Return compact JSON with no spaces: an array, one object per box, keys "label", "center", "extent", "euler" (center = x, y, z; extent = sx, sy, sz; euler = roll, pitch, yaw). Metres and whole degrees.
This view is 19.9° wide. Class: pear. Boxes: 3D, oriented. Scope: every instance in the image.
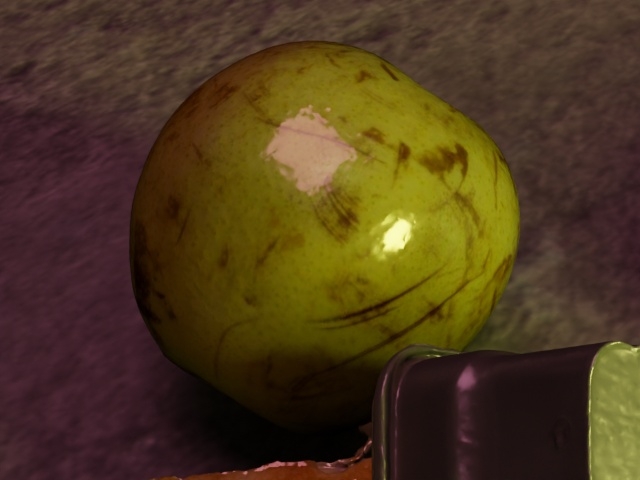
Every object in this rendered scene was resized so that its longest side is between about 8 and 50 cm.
[{"label":"pear","center":[0.000,0.000,1.281],"extent":[0.284,0.283,0.283],"euler":[-4,37,3]}]

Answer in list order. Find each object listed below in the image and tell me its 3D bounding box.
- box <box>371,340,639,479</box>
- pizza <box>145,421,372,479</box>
[{"label":"box","center":[0.182,0.124,1.065],"extent":[0.274,0.178,0.138],"euler":[8,73,-30]},{"label":"pizza","center":[0.021,0.216,1.150],"extent":[0.288,0.075,0.280],"euler":[-21,44,-22]}]
